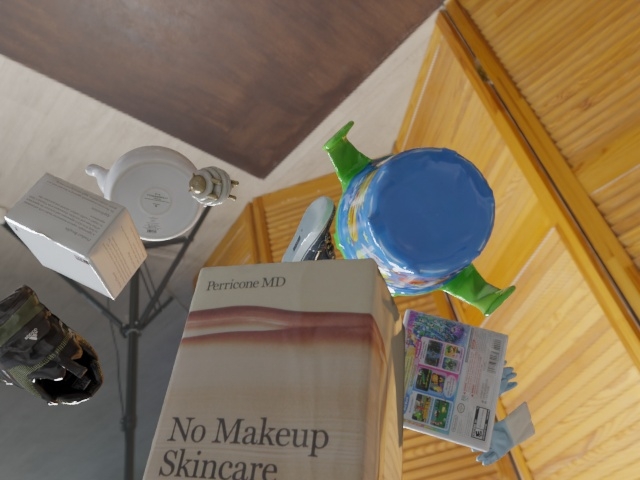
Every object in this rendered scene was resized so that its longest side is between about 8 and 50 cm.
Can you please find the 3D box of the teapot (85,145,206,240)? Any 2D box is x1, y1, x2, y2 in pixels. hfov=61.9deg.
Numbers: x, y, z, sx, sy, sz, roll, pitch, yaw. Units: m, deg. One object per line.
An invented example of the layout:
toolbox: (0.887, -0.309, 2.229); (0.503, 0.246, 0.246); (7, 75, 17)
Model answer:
teapot: (-0.410, -0.134, 1.346); (0.252, 0.187, 0.256); (-34, 121, 2)

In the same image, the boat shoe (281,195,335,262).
boat shoe: (0.000, 0.000, 0.968); (0.083, 0.065, 0.183); (15, 127, -24)

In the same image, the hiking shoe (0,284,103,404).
hiking shoe: (-0.281, 0.130, 0.543); (0.086, 0.114, 0.227); (-47, 180, -28)

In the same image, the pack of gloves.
pack of gloves: (0.399, 0.398, 1.252); (0.232, 0.195, 0.046); (-11, 172, -39)

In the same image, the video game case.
video game case: (0.168, 0.185, 0.723); (0.143, 0.157, 0.019); (14, 160, 11)

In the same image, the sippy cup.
sippy cup: (0.138, -0.032, 0.768); (0.306, 0.240, 0.224); (11, 177, 1)

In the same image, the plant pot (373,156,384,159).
plant pot: (0.162, -0.095, 1.304); (0.201, 0.180, 0.201); (4, 158, 2)

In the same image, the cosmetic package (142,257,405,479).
cosmetic package: (-0.027, 0.170, 0.366); (0.153, 0.296, 0.129); (-6, 144, 17)

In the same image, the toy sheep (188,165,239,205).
toy sheep: (-0.224, -0.113, 1.117); (0.091, 0.091, 0.132); (-32, 164, 23)

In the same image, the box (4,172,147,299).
box: (-0.455, -0.005, 1.016); (0.181, 0.119, 0.182); (23, 150, 10)
